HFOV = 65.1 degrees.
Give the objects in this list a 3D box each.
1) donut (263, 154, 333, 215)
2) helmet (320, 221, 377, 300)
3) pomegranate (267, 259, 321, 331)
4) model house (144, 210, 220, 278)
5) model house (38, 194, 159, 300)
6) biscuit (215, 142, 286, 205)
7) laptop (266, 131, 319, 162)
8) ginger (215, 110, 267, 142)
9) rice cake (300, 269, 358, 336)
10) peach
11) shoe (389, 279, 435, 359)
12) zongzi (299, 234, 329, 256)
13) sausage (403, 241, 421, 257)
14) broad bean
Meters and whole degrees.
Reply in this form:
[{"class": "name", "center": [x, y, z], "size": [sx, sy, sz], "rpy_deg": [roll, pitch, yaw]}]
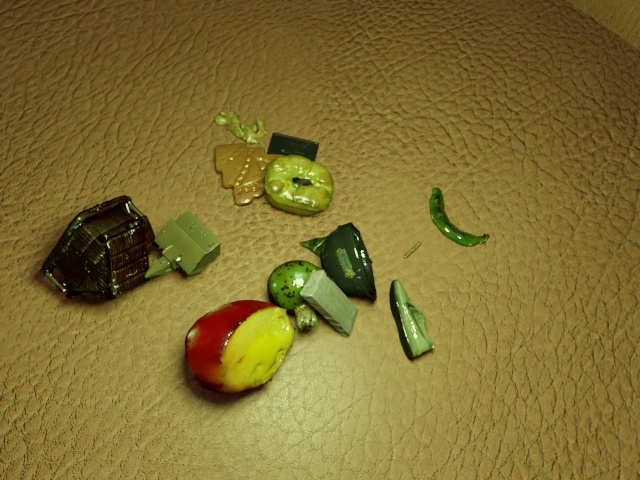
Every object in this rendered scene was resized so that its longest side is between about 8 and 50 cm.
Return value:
[{"class": "donut", "center": [-0.081, -0.203, 1.855], "size": [0.262, 0.128, 0.208], "rpy_deg": [21, 65, -10]}, {"class": "helmet", "center": [0.087, 0.085, 1.712], "size": [0.161, 0.230, 0.278], "rpy_deg": [-14, 87, 11]}, {"class": "pomegranate", "center": [-0.070, 0.179, 1.647], "size": [0.202, 0.202, 0.247], "rpy_deg": [-8, 57, -10]}, {"class": "model house", "center": [-0.481, 0.056, 1.674], "size": [0.181, 0.176, 0.248], "rpy_deg": [43, 62, 15]}, {"class": "model house", "center": [-0.683, 0.059, 1.665], "size": [0.283, 0.297, 0.317], "rpy_deg": [39, 28, 4]}, {"class": "biscuit", "center": [-0.288, -0.277, 1.931], "size": [0.306, 0.043, 0.284], "rpy_deg": [35, 68, 10]}, {"class": "laptop", "center": [-0.112, -0.362, 2.017], "size": [0.197, 0.016, 0.135], "rpy_deg": [12, 64, 1]}, {"class": "ginger", "center": [-0.317, -0.460, 2.026], "size": [0.193, 0.052, 0.176], "rpy_deg": [-14, 60, -13]}, {"class": "rice cake", "center": [0.038, 0.202, 1.609], "size": [0.050, 0.298, 0.106], "rpy_deg": [2, 57, 34]}, {"class": "peach", "center": [-0.233, 0.317, 1.527], "size": [0.339, 0.281, 0.280], "rpy_deg": [-13, 65, -12]}, {"class": "shoe", "center": [0.302, 0.260, 1.700], "size": [0.098, 0.103, 0.274], "rpy_deg": [-10, 71, -12]}, {"class": "zongzi", "center": [0.000, 0.000, 1.827], "size": [0.119, 0.055, 0.109], "rpy_deg": [31, 61, 22]}, {"class": "sausage", "center": [0.342, 0.035, 1.861], "size": [0.100, 0.015, 0.015], "rpy_deg": [-40, 73, -22]}, {"class": "broad bean", "center": [0.504, -0.076, 1.920], "size": [0.144, 0.049, 0.292], "rpy_deg": [-37, 74, -28]}]
